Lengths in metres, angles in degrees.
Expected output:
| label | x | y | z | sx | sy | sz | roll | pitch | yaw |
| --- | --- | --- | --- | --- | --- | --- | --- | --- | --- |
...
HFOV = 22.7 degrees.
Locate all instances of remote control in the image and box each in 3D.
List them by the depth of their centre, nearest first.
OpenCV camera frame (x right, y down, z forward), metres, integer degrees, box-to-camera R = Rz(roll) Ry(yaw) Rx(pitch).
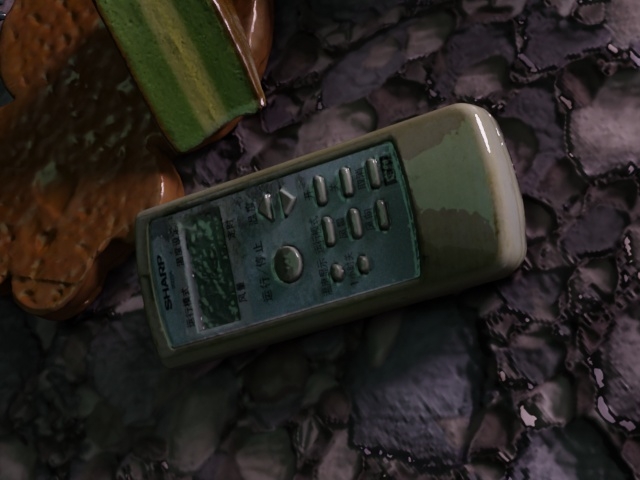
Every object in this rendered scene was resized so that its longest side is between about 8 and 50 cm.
| label | x | y | z | sx | sy | sz | roll | pitch | yaw |
| --- | --- | --- | --- | --- | --- | --- | --- | --- | --- |
| remote control | 0.000 | 0.000 | 0.890 | 0.233 | 0.038 | 0.098 | -17 | 76 | 27 |

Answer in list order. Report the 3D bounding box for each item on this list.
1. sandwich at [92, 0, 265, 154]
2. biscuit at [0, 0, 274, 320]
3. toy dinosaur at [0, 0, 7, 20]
| label | x | y | z | sx | sy | sz | roll | pitch | yaw |
| --- | --- | --- | --- | --- | --- | --- | --- | --- | --- |
| sandwich | -0.078 | -0.121 | 0.983 | 0.074 | 0.074 | 0.116 | -26 | 93 | 14 |
| biscuit | -0.136 | -0.087 | 1.024 | 0.202 | 0.044 | 0.288 | 13 | 78 | 29 |
| toy dinosaur | -0.255 | -0.151 | 1.131 | 0.055 | 0.049 | 0.154 | 10 | 69 | 32 |
